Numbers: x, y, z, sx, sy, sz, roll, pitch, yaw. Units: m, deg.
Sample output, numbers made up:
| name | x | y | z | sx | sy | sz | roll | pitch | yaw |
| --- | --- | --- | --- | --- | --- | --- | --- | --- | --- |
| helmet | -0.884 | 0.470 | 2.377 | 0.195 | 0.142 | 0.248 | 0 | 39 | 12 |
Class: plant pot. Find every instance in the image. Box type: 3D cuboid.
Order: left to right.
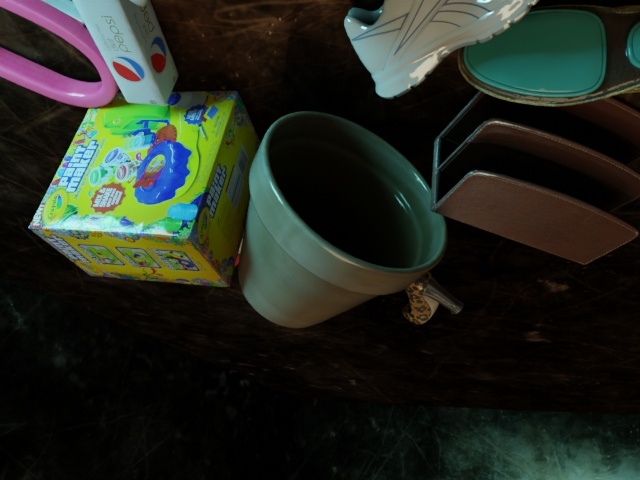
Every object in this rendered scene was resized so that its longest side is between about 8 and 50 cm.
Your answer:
| name | x | y | z | sx | sy | sz | roll | pitch | yaw |
| --- | --- | --- | --- | --- | --- | --- | --- | --- | --- |
| plant pot | 0.000 | 0.000 | 0.835 | 0.323 | 0.323 | 0.280 | 21 | 133 | -18 |

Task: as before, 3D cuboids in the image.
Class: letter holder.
| name | x | y | z | sx | sy | sz | roll | pitch | yaw |
| --- | --- | --- | --- | --- | --- | --- | --- | --- | --- |
| letter holder | 0.357 | -0.109 | 0.766 | 0.301 | 0.152 | 0.214 | 18 | 150 | -13 |

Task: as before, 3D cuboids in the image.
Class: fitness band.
| name | x | y | z | sx | sy | sz | roll | pitch | yaw |
| --- | --- | --- | --- | --- | --- | --- | --- | --- | --- |
| fitness band | -0.458 | -0.312 | 0.781 | 0.291 | 0.054 | 0.209 | 23 | 150 | -20 |

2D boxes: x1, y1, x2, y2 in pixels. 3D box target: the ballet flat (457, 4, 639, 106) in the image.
| name | x | y | z | sx | sy | sz | roll | pitch | yaw |
| --- | --- | --- | --- | --- | --- | --- | --- | --- | --- |
| ballet flat | 0.351 | -0.225 | 0.607 | 0.348 | 0.123 | 0.123 | 0 | 151 | 23 |

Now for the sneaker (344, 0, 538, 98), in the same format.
| name | x | y | z | sx | sy | sz | roll | pitch | yaw |
| --- | --- | --- | --- | --- | --- | --- | --- | --- | --- |
| sneaker | 0.145 | -0.282 | 0.569 | 0.129 | 0.111 | 0.297 | 44 | 135 | -20 |

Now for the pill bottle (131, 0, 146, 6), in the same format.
| name | x | y | z | sx | sy | sz | roll | pitch | yaw |
| --- | --- | --- | --- | --- | --- | --- | --- | --- | --- |
| pill bottle | -0.287 | -0.386 | 0.396 | 0.392 | 0.224 | 0.224 | 26 | 149 | -26 |

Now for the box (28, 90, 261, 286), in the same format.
| name | x | y | z | sx | sy | sz | roll | pitch | yaw |
| --- | --- | --- | --- | --- | --- | --- | --- | --- | --- |
| box | -0.279 | -0.092 | 0.873 | 0.279 | 0.290 | 0.177 | 3 | 151 | 14 |

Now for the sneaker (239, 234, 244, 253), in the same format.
| name | x | y | z | sx | sy | sz | roll | pitch | yaw |
| --- | --- | --- | --- | --- | --- | --- | --- | --- | --- |
| sneaker | -0.096 | -0.020 | 1.067 | 0.319 | 0.127 | 0.208 | 10 | 176 | -18 |

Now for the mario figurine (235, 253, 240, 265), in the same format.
| name | x | y | z | sx | sy | sz | roll | pitch | yaw |
| --- | --- | --- | --- | --- | --- | --- | --- | --- | --- |
| mario figurine | -0.347 | 0.012 | 1.214 | 0.320 | 0.170 | 0.198 | 13 | -172 | 12 |

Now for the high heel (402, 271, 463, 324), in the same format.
| name | x | y | z | sx | sy | sz | roll | pitch | yaw |
| --- | --- | --- | --- | --- | --- | --- | --- | --- | --- |
| high heel | 0.249 | 0.143 | 1.377 | 0.186 | 0.093 | 0.261 | 37 | 156 | -10 |

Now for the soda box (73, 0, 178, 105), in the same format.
| name | x | y | z | sx | sy | sz | roll | pitch | yaw |
| --- | --- | --- | --- | --- | --- | --- | --- | --- | --- |
| soda box | -0.277 | -0.298 | 0.719 | 0.069 | 0.074 | 0.216 | 7 | 152 | 8 |
